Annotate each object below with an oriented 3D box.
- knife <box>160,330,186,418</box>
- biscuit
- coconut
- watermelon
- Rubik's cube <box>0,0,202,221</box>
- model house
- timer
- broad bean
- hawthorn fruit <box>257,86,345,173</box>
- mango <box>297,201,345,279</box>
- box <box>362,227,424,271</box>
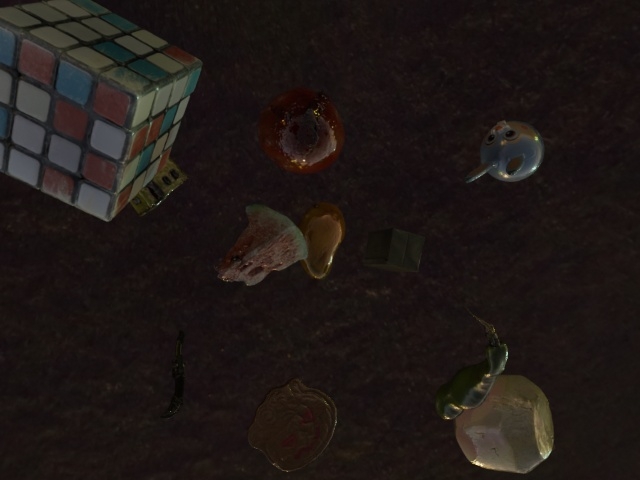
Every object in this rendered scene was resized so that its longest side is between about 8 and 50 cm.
[{"bbox_3d":[-0.333,0.313,1.211,0.045,0.222,0.021,20,136,-23],"label":"knife"},{"bbox_3d":[-0.086,0.591,1.660,0.257,0.049,0.273,39,73,-2],"label":"biscuit"},{"bbox_3d":[0.428,0.434,1.246,0.230,0.227,0.227,-10,142,40],"label":"coconut"},{"bbox_3d":[-0.087,0.020,0.878,0.121,0.158,0.098,-2,134,28],"label":"watermelon"},{"bbox_3d":[-0.395,-0.233,0.885,0.256,0.259,0.253,27,120,-6],"label":"Rubik's cube"},{"bbox_3d":[-0.607,-0.232,1.755,0.234,0.174,0.193,50,60,-14],"label":"model house"},{"bbox_3d":[0.468,-0.229,1.309,0.255,0.175,0.175,-7,134,-48],"label":"timer"},{"bbox_3d":[0.275,0.253,0.954,0.056,0.098,0.318,-21,137,-28],"label":"broad bean"},{"bbox_3d":[-0.056,-0.355,1.704,0.315,0.316,0.316,-9,129,-11],"label":"hawthorn fruit"},{"bbox_3d":[-0.004,-0.004,1.116,0.115,0.089,0.165,29,79,-39],"label":"mango"},{"bbox_3d":[0.292,0.044,2.103,0.155,0.231,0.149,14,82,-17],"label":"box"}]
